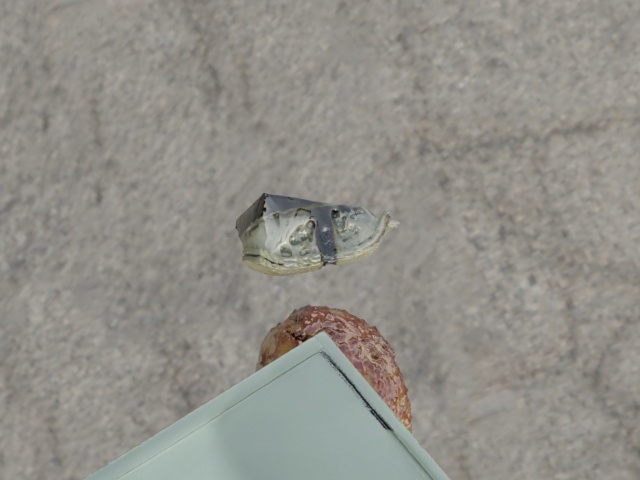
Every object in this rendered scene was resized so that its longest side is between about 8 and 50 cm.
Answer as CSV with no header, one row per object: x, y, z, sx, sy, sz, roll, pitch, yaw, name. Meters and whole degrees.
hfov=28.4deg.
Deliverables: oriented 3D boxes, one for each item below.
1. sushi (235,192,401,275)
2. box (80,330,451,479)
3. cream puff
0.004,0.007,2.081,0.273,0.134,0.109,7,70,-18,sushi
-0.023,0.212,0.771,0.225,0.117,0.225,-28,72,-41,box
0.011,0.186,1.304,0.164,0.240,0.240,-5,72,-20,cream puff
